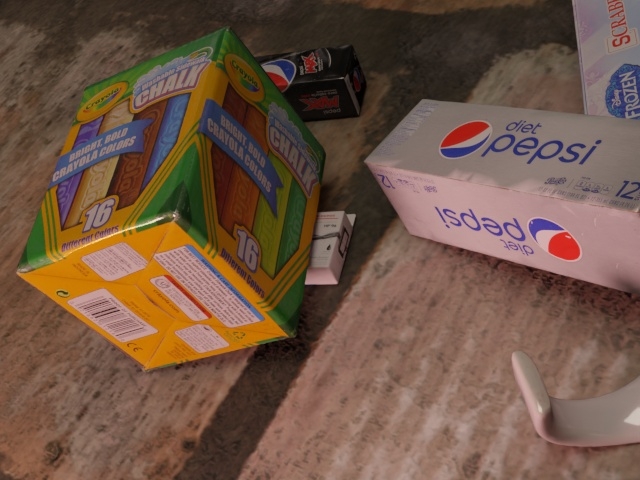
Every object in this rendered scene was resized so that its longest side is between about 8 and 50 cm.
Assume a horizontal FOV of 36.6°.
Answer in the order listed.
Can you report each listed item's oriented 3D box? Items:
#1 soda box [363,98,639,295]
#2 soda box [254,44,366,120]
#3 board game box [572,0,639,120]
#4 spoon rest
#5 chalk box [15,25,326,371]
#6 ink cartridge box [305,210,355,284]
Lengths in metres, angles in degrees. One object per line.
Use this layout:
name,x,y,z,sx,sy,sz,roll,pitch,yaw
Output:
soda box,0.172,-0.042,0.778,0.091,0.098,0.286,-48,34,-19
soda box,-0.040,-0.166,1.048,0.168,0.060,0.053,-3,51,21
board game box,0.385,-0.199,0.842,0.318,0.066,0.319,-14,42,24
spoon rest,0.274,0.092,0.688,0.276,0.084,0.137,-11,48,-3
chalk box,-0.117,-0.058,0.887,0.179,0.180,0.289,-16,47,29
ink cartridge box,0.000,0.000,0.909,0.048,0.028,0.083,-2,51,24
